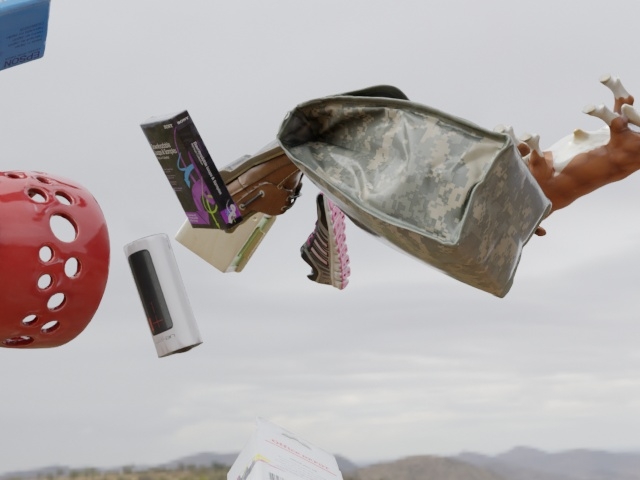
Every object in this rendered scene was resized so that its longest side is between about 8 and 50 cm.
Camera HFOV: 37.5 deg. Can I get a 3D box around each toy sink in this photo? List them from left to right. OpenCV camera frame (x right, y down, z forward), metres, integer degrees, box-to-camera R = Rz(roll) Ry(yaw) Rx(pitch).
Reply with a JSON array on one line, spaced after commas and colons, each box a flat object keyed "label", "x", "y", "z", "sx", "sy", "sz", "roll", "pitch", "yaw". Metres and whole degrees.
[{"label": "toy sink", "x": -0.182, "y": -0.027, "z": 1.917, "sx": 0.131, "sy": 0.153, "sz": 0.234, "roll": 35, "pitch": 0, "yaw": 2}]

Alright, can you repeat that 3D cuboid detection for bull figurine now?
[{"label": "bull figurine", "x": 0.386, "y": -0.123, "z": 1.501, "sx": 0.310, "sy": 0.101, "sz": 0.188, "roll": -28, "pitch": -57, "yaw": 8}]

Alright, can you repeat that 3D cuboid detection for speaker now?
[{"label": "speaker", "x": -0.180, "y": 0.064, "z": 1.082, "sx": 0.055, "sy": 0.136, "sz": 0.055, "roll": -19, "pitch": -7, "yaw": -3}]

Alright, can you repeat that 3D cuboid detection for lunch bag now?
[{"label": "lunch bag", "x": 0.107, "y": -0.072, "z": 1.150, "sx": 0.287, "sy": 0.169, "sz": 0.235, "roll": 24, "pitch": -6, "yaw": 30}]

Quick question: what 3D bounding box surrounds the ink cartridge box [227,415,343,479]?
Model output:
[{"label": "ink cartridge box", "x": -0.032, "y": 0.249, "z": 0.915, "sx": 0.104, "sy": 0.061, "sz": 0.181, "roll": 30, "pitch": 8, "yaw": -11}]

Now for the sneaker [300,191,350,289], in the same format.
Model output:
[{"label": "sneaker", "x": 0.000, "y": 0.000, "z": 1.487, "sx": 0.075, "sy": 0.170, "sz": 0.063, "roll": 1, "pitch": 27, "yaw": 18}]

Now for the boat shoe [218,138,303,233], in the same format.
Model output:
[{"label": "boat shoe", "x": -0.068, "y": -0.097, "z": 1.452, "sx": 0.307, "sy": 0.104, "sz": 0.111, "roll": -21, "pitch": 12, "yaw": 45}]

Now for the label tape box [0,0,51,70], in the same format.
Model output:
[{"label": "label tape box", "x": -0.548, "y": -0.345, "z": 1.195, "sx": 0.249, "sy": 0.347, "sz": 0.115, "roll": -30, "pitch": -22, "yaw": -36}]

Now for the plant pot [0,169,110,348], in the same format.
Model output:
[{"label": "plant pot", "x": -0.341, "y": 0.018, "z": 0.965, "sx": 0.191, "sy": 0.191, "sz": 0.174, "roll": -13, "pitch": -11, "yaw": 35}]

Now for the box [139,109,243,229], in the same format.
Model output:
[{"label": "box", "x": -0.171, "y": -0.090, "z": 1.234, "sx": 0.029, "sy": 0.162, "sz": 0.116, "roll": -33, "pitch": 17, "yaw": -26}]
